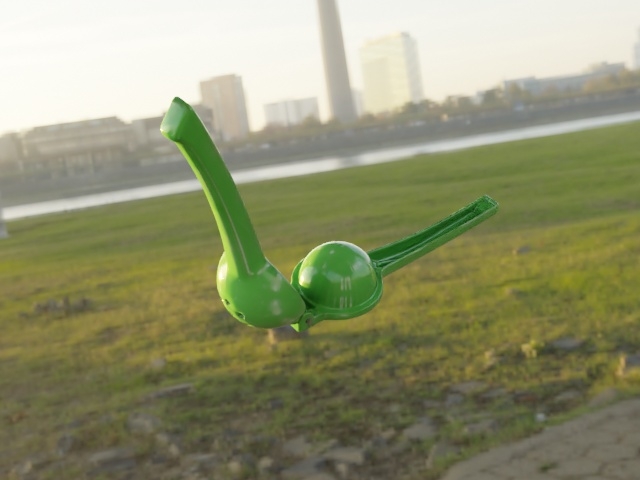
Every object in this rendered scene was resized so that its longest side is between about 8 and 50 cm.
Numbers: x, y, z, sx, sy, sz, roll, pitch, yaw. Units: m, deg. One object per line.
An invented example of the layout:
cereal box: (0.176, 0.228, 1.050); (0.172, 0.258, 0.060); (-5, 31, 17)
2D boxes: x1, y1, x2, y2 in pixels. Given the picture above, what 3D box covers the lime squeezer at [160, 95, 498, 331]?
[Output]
lime squeezer: (0.000, 0.000, 0.588); (0.059, 0.109, 0.310); (18, 5, 38)
